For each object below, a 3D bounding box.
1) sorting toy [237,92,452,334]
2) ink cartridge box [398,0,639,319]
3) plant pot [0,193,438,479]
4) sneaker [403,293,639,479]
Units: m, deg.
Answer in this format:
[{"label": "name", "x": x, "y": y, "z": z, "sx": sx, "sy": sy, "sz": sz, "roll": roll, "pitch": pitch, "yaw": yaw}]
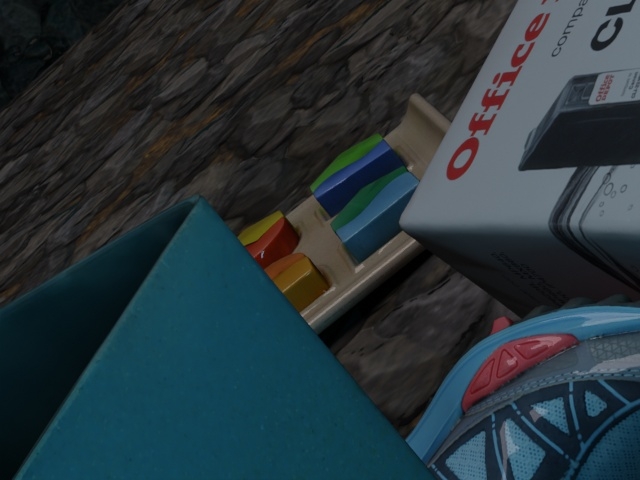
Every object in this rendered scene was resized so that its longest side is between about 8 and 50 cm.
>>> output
[{"label": "sorting toy", "x": 0.000, "y": 0.000, "z": 1.060, "sx": 0.208, "sy": 0.038, "sz": 0.193, "roll": -43, "pitch": 18, "yaw": 4}, {"label": "ink cartridge box", "x": 0.174, "y": -0.056, "z": 0.603, "sx": 0.197, "sy": 0.114, "sz": 0.273, "roll": -61, "pitch": 24, "yaw": -14}, {"label": "plant pot", "x": -0.035, "y": 0.147, "z": 0.473, "sx": 0.165, "sy": 0.234, "sz": 0.166, "roll": -28, "pitch": 23, "yaw": 42}, {"label": "sneaker", "x": 0.056, "y": 0.124, "z": 0.601, "sx": 0.262, "sy": 0.104, "sz": 0.125, "roll": -40, "pitch": 31, "yaw": 31}]
